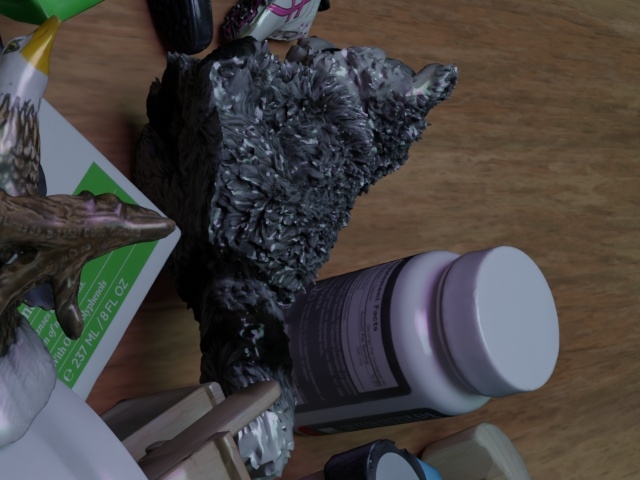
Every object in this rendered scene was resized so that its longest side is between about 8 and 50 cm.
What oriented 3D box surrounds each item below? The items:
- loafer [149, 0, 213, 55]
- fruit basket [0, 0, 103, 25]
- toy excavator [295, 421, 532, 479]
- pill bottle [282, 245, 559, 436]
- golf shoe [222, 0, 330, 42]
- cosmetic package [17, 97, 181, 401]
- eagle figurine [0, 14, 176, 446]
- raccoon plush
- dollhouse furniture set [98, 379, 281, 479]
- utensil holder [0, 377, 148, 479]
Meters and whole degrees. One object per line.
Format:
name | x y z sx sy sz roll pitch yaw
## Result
loafer | -0.138 -0.297 1.238 0.078 0.076 0.223 -4 77 -40
fruit basket | -0.206 -0.341 0.937 0.283 0.392 0.392 63 38 -41
toy excavator | 0.087 0.333 1.183 0.445 0.222 0.433 38 35 -41
pill bottle | 0.081 0.099 1.191 0.161 0.283 0.161 18 65 -44
golf shoe | -0.040 -0.254 1.339 0.086 0.067 0.186 57 43 -20
cosmetic package | -0.308 -0.042 0.909 0.365 0.155 0.197 46 51 -29
eagle figurine | -0.222 -0.043 0.726 0.225 0.298 0.226 -40 128 -24
raccoon plush | 0.000 0.000 1.142 0.299 0.216 0.446 2 77 -30
dollhouse furniture set | -0.090 0.306 0.922 0.174 0.303 0.355 -32 102 -49
utensil holder | -0.303 0.277 0.682 0.385 0.328 0.327 -27 98 -48
